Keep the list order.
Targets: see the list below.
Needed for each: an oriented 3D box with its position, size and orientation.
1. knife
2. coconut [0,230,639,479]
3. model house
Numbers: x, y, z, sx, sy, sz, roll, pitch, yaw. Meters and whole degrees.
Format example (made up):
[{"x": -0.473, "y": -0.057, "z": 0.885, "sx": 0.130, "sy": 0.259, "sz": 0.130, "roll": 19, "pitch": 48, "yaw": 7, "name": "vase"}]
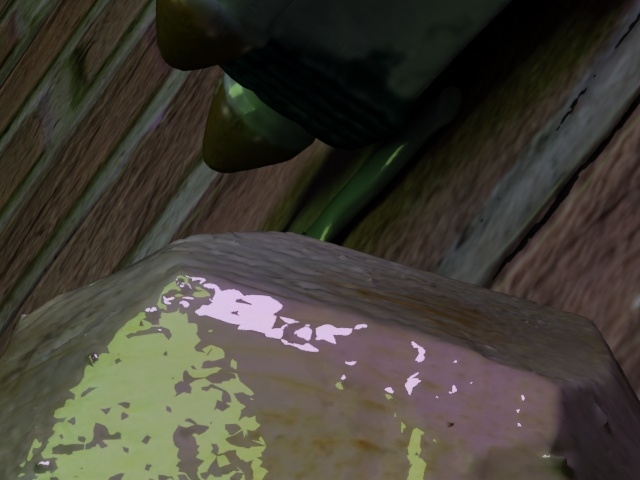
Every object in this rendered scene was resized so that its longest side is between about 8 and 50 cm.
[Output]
[{"x": 0.000, "y": -0.001, "z": 0.969, "sx": 0.210, "sy": 0.015, "sz": 0.028, "roll": -47, "pitch": 28, "yaw": 25, "name": "knife"}, {"x": 0.009, "y": 0.114, "z": 0.537, "sx": 0.197, "sy": 0.236, "sz": 0.237, "roll": 73, "pitch": -143, "yaw": -60, "name": "coconut"}, {"x": 0.004, "y": -0.145, "z": 0.950, "sx": 0.291, "sy": 0.184, "sz": 0.253, "roll": -52, "pitch": 18, "yaw": 27, "name": "model house"}]
